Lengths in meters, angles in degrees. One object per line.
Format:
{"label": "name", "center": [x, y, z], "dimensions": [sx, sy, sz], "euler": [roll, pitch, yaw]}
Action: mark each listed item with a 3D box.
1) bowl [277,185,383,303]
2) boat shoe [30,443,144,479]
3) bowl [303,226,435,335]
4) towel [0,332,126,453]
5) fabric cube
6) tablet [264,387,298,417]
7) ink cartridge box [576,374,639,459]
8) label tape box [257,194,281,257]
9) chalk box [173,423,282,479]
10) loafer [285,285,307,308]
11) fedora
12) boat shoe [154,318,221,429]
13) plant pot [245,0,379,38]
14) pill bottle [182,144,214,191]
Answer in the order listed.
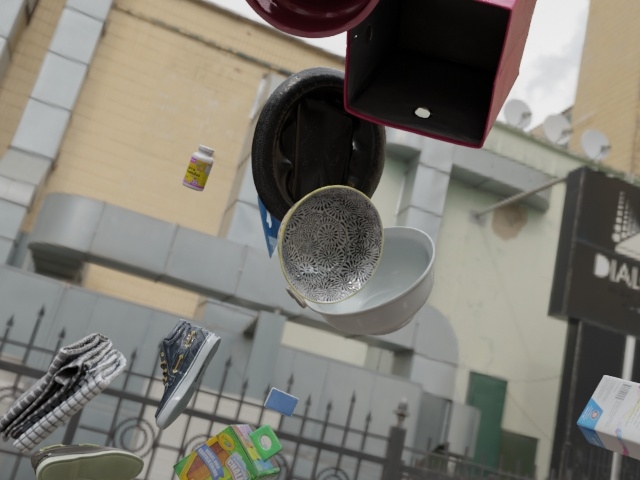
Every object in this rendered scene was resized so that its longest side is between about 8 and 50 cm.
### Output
{"label": "bowl", "center": [0.000, 0.000, 1.017], "dimensions": [0.170, 0.170, 0.080], "euler": [25, -2, -32]}
{"label": "boat shoe", "center": [-0.472, 0.452, 1.446], "dimensions": [0.228, 0.081, 0.069], "euler": [16, 8, -42]}
{"label": "bowl", "center": [0.122, 0.107, 1.514], "dimensions": [0.298, 0.298, 0.134], "euler": [0, -52, 40]}
{"label": "towel", "center": [-0.566, 0.324, 1.552], "dimensions": [0.121, 0.235, 0.284], "euler": [49, -3, -3]}
{"label": "fabric cube", "center": [0.206, -0.351, 1.183], "dimensions": [0.254, 0.258, 0.259], "euler": [19, -43, 17]}
{"label": "tablet", "center": [-0.102, 0.423, 1.849], "dimensions": [0.083, 0.054, 0.006], "euler": [28, -9, -20]}
{"label": "ink cartridge box", "center": [0.419, 0.238, 0.933], "dimensions": [0.122, 0.088, 0.052], "euler": [7, -40, 53]}
{"label": "label tape box", "center": [-0.040, -0.146, 1.869], "dimensions": [0.115, 0.347, 0.249], "euler": [11, -40, 17]}
{"label": "chalk box", "center": [-0.187, 0.492, 1.564], "dimensions": [0.132, 0.213, 0.132], "euler": [55, 7, 21]}
{"label": "loafer", "center": [-0.057, 0.143, 1.906], "dimensions": [0.045, 0.039, 0.125], "euler": [62, -12, -25]}
{"label": "fedora", "center": [-0.023, -0.189, 1.477], "dimensions": [0.334, 0.333, 0.152], "euler": [24, -3, -28]}
{"label": "boat shoe", "center": [-0.252, 0.229, 1.226], "dimensions": [0.083, 0.183, 0.065], "euler": [26, -18, 11]}
{"label": "plant pot", "center": [0.008, -0.381, 0.885], "dimensions": [0.202, 0.180, 0.201], "euler": [12, -48, 13]}
{"label": "pill bottle", "center": [-0.230, -0.138, 1.346], "dimensions": [0.043, 0.083, 0.043], "euler": [21, 7, -2]}
